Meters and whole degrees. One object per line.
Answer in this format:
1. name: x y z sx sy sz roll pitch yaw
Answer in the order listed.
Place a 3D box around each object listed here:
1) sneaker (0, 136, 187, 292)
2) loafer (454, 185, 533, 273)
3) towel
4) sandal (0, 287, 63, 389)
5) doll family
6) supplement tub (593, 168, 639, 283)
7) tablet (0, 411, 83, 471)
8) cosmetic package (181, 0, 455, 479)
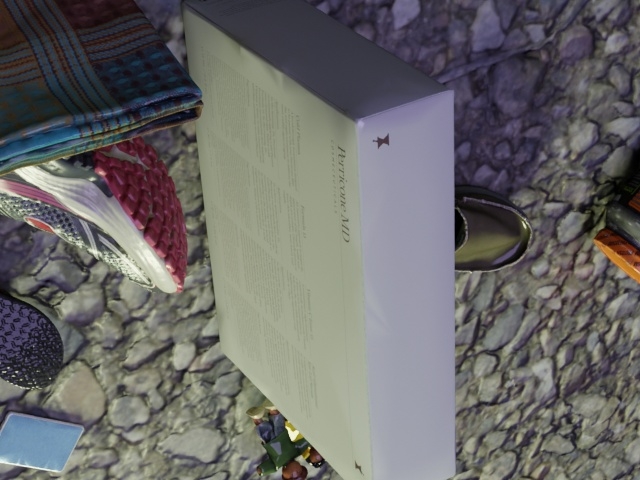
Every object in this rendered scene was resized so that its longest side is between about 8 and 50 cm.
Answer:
1. sneaker: -0.213 -0.049 1.165 0.112 0.121 0.299 -26 135 20
2. loafer: 0.123 -0.003 1.406 0.251 0.087 0.094 5 113 -35
3. towel: -0.300 -0.125 0.951 0.370 0.271 0.040 -19 142 -23
4. sandal: -0.295 0.064 1.218 0.179 0.040 0.067 41 85 -26
5. doll family: 0.010 0.180 1.449 0.193 0.076 0.111 -28 109 -10
6. supplement tub: 0.396 -0.042 1.541 0.190 0.117 0.117 -49 131 2
7. tablet: -0.269 0.191 1.323 0.083 0.006 0.054 18 105 -39
8. cosmetic package: 0.000 0.000 1.202 0.097 0.284 0.377 -19 125 -23
